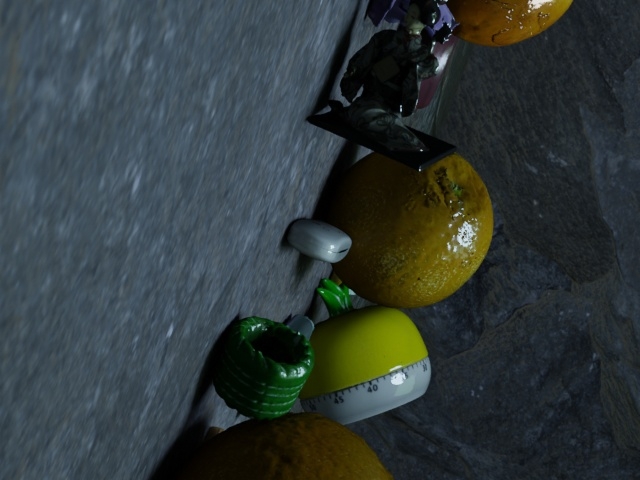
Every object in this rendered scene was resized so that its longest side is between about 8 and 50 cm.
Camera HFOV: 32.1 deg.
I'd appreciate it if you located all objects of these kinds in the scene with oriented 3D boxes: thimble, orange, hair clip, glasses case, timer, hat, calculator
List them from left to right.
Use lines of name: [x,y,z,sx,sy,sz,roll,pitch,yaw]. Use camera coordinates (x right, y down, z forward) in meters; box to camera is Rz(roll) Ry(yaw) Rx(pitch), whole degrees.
thimble: [-0.071,0.157,1.390,0.130,0.118,0.090,-15,133,-58]
calculator: [-0.068,0.205,1.825,0.246,0.045,0.141,-43,154,-73]
orange: [-0.049,0.377,1.399,0.357,0.322,0.322,-51,163,-51]
glasses case: [0.000,0.000,1.588,0.049,0.074,0.193,-65,172,6]
timer: [0.060,0.195,2.110,0.285,0.285,0.285,22,90,-83]
orange: [0.138,-0.024,1.759,0.274,0.274,0.274,22,90,-83]
hair clip: [0.116,-0.327,1.456,0.137,0.090,0.278,-55,165,-1]
hat: [0.168,-0.308,1.836,0.205,0.089,0.205,24,90,-88]
orange: [0.260,-0.402,1.623,0.240,0.240,0.240,22,90,-83]

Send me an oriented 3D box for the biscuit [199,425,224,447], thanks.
biscuit: [-0.178,0.349,1.542,0.184,0.027,0.133,-60,168,-45]

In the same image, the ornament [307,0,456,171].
ornament: [0.100,-0.213,1.348,0.153,0.166,0.196,-27,139,-65]

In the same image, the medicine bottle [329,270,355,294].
medicine bottle: [0.085,-0.001,2.235,0.074,0.074,0.218,-21,135,-80]
